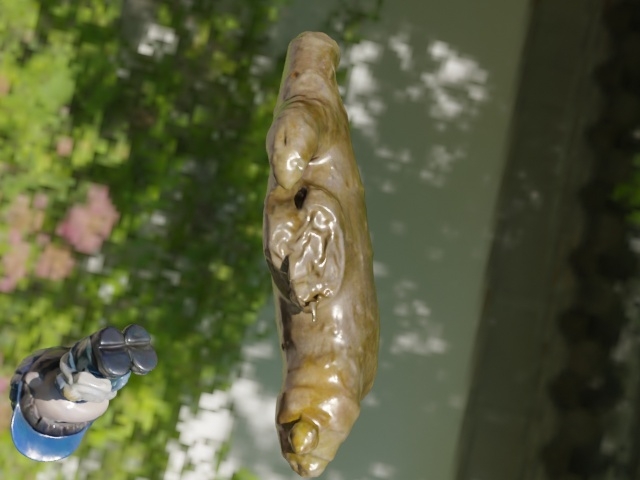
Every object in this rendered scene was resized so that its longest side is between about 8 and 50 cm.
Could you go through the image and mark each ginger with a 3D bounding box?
[{"bbox_3d":[0.000,0.002,1.312,0.166,0.080,0.333,24,65,-80],"label":"ginger"}]

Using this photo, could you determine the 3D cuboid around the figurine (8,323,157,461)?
[{"bbox_3d":[-0.185,0.107,1.374,0.149,0.086,0.087,-41,-113,46],"label":"figurine"}]
